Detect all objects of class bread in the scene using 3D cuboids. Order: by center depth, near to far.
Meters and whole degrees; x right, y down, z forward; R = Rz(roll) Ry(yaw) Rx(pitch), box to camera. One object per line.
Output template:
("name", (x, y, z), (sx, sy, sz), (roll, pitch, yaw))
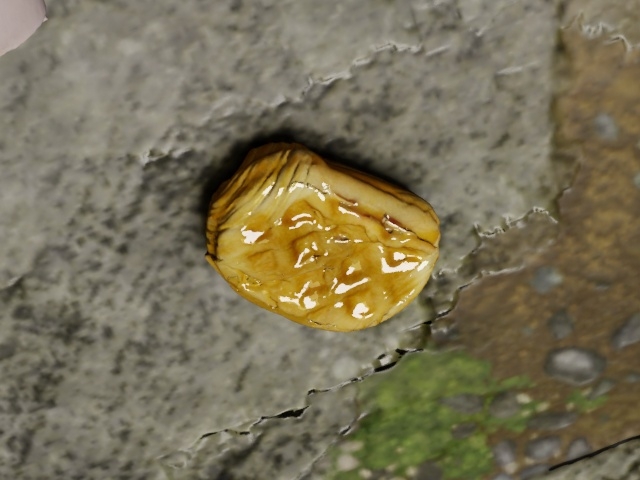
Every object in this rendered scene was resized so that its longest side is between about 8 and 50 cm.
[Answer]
("bread", (0.000, 0.000, 0.787), (0.111, 0.044, 0.083), (23, 121, -27))

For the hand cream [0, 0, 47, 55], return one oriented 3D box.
("hand cream", (-0.177, -0.175, 0.595), (0.133, 0.083, 0.248), (-16, 118, -2))
